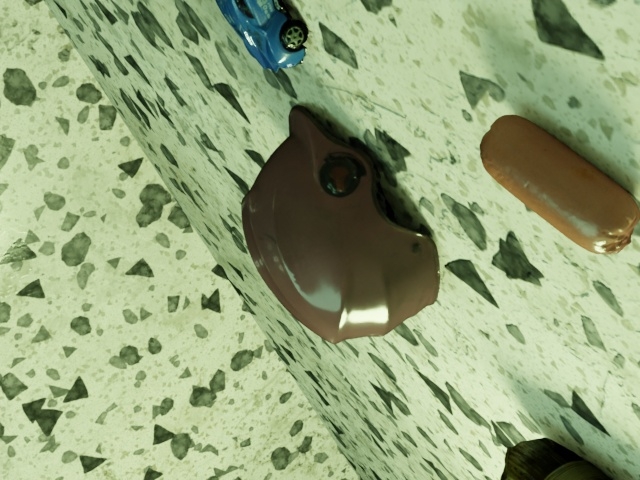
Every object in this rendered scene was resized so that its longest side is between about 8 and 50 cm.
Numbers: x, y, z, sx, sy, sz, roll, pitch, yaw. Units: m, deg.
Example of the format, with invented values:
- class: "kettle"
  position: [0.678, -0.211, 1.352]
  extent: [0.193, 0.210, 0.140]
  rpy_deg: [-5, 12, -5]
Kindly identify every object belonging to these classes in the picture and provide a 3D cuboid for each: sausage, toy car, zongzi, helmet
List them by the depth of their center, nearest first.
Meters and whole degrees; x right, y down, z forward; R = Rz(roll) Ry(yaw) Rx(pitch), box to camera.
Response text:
- class: "sausage"
  position: [0.203, -0.048, 0.778]
  extent: [0.154, 0.062, 0.062]
  rpy_deg: [44, 164, 29]
- class: "toy car"
  position: [-0.090, -0.291, 1.065]
  extent: [0.103, 0.063, 0.216]
  rpy_deg: [30, 155, 57]
- class: "zongzi"
  position: [0.362, 0.443, 1.252]
  extent: [0.286, 0.134, 0.288]
  rpy_deg: [37, 139, 57]
- class: "helmet"
  position: [0.000, 0.000, 1.264]
  extent: [0.338, 0.197, 0.271]
  rpy_deg: [49, 168, 2]
